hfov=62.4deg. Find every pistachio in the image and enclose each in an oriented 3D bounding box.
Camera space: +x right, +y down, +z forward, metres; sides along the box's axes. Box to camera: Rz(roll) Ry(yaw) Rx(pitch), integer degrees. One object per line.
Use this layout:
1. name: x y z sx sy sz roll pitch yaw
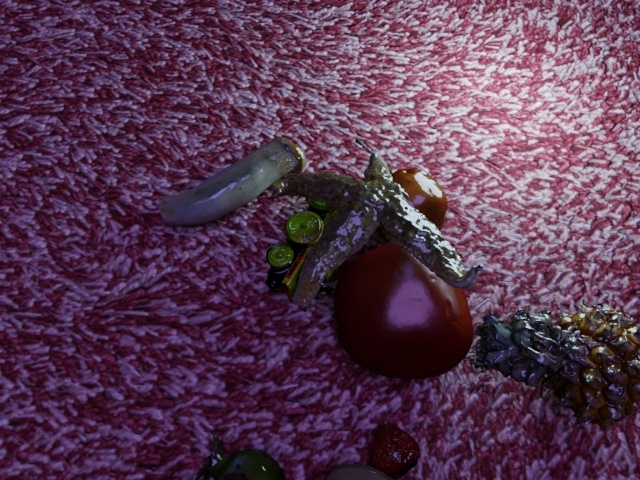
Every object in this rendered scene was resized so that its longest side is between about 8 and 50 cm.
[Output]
1. pistachio: 0.102 0.501 0.969 0.226 0.136 0.136 34 69 -1

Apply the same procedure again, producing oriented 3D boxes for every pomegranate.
1. pomegranate: -0.149 0.445 0.964 0.169 0.148 0.149 21 68 10

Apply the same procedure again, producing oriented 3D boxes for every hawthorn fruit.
1. hawthorn fruit: 0.176 -0.128 1.221 0.165 0.165 0.285 -25 61 -14

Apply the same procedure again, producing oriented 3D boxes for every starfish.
1. starfish: 0.068 -0.026 1.025 0.323 0.082 0.432 -20 50 -3

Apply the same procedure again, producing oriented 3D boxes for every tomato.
1. tomato: 0.169 0.141 1.064 0.298 0.226 0.299 2 72 -6

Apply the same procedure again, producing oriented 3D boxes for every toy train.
1. toy train: 0.000 0.000 1.156 0.160 0.100 0.296 25 68 18

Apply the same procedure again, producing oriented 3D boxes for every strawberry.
1. strawberry: 0.141 0.408 1.026 0.106 0.106 0.106 2 69 -5

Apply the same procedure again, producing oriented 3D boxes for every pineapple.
1. pineapple: 0.432 0.221 1.023 0.271 0.262 0.263 13 68 -11

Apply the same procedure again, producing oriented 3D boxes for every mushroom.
1. mushroom: -0.197 -0.129 1.205 0.351 0.095 0.123 -28 55 -16
